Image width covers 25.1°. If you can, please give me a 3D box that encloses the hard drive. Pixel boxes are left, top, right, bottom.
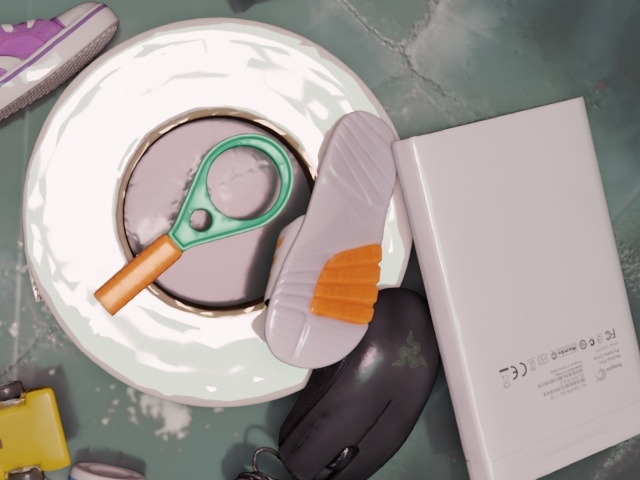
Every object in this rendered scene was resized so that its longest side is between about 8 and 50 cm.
[{"bbox_3d":[0.209,0.049,1.442,0.233,0.047,0.353,-16,94,-33],"label":"hard drive"}]

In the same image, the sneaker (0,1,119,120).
[{"bbox_3d":[-0.345,-0.189,1.389,0.282,0.102,0.161,-32,92,-5],"label":"sneaker"}]

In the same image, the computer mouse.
[{"bbox_3d":[0.043,0.179,1.411,0.188,0.072,0.272,19,102,-28],"label":"computer mouse"}]

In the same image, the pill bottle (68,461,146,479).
[{"bbox_3d":[-0.223,0.296,1.428,0.078,0.078,0.137,11,90,-7],"label":"pill bottle"}]

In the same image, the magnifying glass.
[{"bbox_3d":[-0.123,-0.013,1.386,0.231,0.026,0.092,-41,96,-3],"label":"magnifying glass"}]

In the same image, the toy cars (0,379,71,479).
[{"bbox_3d":[-0.399,0.282,1.408,0.176,0.087,0.394,36,91,-2],"label":"toy cars"}]

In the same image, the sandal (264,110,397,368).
[{"bbox_3d":[0.009,0.004,1.384,0.102,0.076,0.265,27,68,-21],"label":"sandal"}]

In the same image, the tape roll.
[{"bbox_3d":[-0.102,-0.027,1.436,0.391,0.072,0.392,0,93,-6],"label":"tape roll"}]
